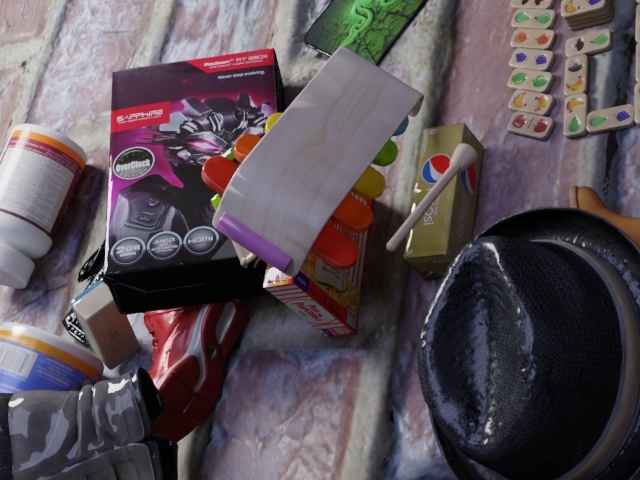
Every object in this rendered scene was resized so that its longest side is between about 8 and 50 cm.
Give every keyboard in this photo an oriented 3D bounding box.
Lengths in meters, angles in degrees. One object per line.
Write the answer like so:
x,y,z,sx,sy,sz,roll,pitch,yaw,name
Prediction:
-0.301,0.047,1.920,0.100,0.038,0.192,28,80,42,keyboard

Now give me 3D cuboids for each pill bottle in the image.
-0.399,0.255,1.781,0.152,0.152,0.272,8,68,38,pill bottle
-0.435,-0.049,2.014,0.121,0.121,0.221,5,66,36,pill bottle

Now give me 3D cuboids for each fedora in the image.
0.199,0.114,1.409,0.334,0.152,0.334,-12,71,36,fedora

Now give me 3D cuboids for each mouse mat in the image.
0.074,-0.327,1.914,0.153,0.007,0.189,32,82,43,mouse mat

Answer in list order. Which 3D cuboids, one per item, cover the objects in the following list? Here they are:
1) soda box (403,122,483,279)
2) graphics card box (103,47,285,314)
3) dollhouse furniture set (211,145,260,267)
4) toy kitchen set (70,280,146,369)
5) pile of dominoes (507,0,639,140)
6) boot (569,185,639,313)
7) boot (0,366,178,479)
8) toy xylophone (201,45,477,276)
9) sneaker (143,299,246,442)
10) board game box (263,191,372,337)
0.149,-0.047,1.650,0.058,0.061,0.181,-7,59,30,soda box
-0.157,-0.085,1.796,0.233,0.094,0.371,-7,51,4,graphics card box
-0.076,-0.037,1.639,0.076,0.058,0.151,-39,57,22,dollhouse furniture set
-0.261,0.035,1.857,0.207,0.122,0.166,-37,55,-19,toy kitchen set
0.312,-0.238,1.672,0.196,0.040,0.251,-10,57,29,pile of dominoes
0.363,-0.007,1.478,0.152,0.073,0.197,-30,57,13,boot
-0.275,0.329,1.632,0.223,0.118,0.338,-7,94,6,boot
0.029,-0.088,1.586,0.236,0.081,0.323,39,57,11,toy xylophone
-0.188,0.157,1.759,0.128,0.087,0.221,5,57,49,sneaker
0.000,0.000,1.667,0.045,0.147,0.193,-10,58,30,board game box
